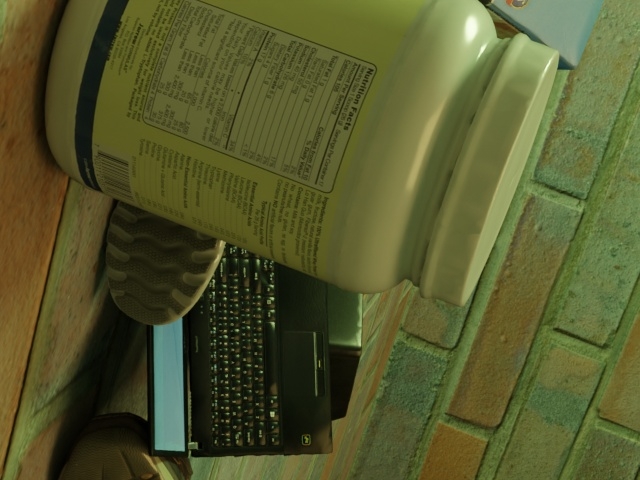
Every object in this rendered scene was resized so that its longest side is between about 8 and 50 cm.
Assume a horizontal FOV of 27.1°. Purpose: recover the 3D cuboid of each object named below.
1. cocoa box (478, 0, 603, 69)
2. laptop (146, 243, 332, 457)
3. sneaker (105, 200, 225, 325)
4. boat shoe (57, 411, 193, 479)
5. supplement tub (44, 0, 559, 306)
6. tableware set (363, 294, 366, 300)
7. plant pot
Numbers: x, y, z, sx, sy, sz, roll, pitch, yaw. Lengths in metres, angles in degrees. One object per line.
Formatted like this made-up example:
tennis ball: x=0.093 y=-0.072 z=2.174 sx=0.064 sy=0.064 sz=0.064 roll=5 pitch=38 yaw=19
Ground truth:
cocoa box: x=0.163 y=-0.365 z=1.282 sx=0.228 sy=0.231 sz=0.347 roll=29 pitch=80 yaw=-35
laptop: x=-0.076 y=0.099 z=1.335 sx=0.137 sy=0.264 sz=0.234 roll=-18 pitch=-109 yaw=59
sneaker: x=-0.107 y=-0.057 z=1.191 sx=0.115 sy=0.105 sz=0.281 roll=-17 pitch=127 yaw=-76
boat shoe: x=-0.199 y=0.266 z=1.393 sx=0.355 sy=0.132 sz=0.130 roll=90 pitch=-2 yaw=-52
supplement tub: x=-0.011 y=-0.100 z=0.985 sx=0.235 sy=0.325 sz=0.235 roll=21 pitch=90 yaw=-80
tableware set: x=0.071 y=0.040 z=1.776 sx=0.128 sy=0.039 sz=0.194 roll=101 pitch=16 yaw=-46
plant pot: x=-0.040 y=0.112 z=1.554 sx=0.187 sy=0.167 sz=0.188 roll=-87 pitch=-175 yaw=-46
